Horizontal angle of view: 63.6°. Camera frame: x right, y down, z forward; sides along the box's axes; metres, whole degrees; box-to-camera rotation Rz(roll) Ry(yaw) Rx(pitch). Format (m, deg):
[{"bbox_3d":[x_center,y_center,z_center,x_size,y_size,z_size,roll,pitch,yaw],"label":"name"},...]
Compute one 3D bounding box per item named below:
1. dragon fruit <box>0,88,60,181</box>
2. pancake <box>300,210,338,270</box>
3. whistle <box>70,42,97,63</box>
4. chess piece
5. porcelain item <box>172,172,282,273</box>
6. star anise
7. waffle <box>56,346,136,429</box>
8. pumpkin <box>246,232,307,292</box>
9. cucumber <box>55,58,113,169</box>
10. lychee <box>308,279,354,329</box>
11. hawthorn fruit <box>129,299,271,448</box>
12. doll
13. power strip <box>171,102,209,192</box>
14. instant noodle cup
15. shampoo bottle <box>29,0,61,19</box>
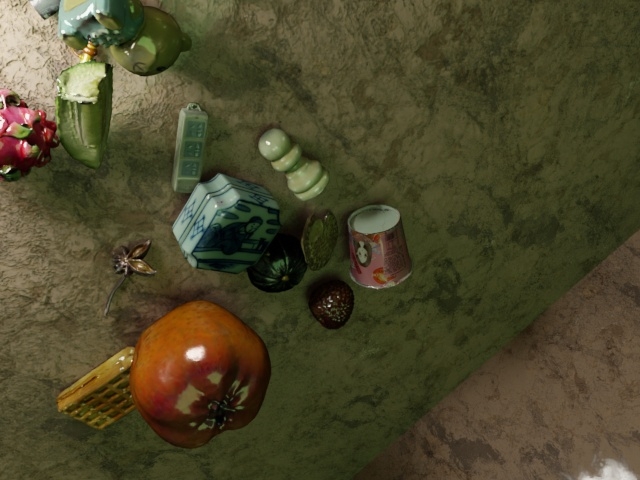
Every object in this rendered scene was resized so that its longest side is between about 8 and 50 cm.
[{"bbox_3d":[-0.764,-0.253,1.192,0.273,0.198,0.218,32,118,-16],"label":"dragon fruit"},{"bbox_3d":[0.000,0.000,1.790,0.235,0.029,0.211,2,95,-60],"label":"pancake"},{"bbox_3d":[-0.564,-0.455,1.241,0.046,0.057,0.109,-37,149,-70],"label":"whistle"},{"bbox_3d":[-0.093,-0.245,1.594,0.133,0.133,0.243,-42,125,6],"label":"chess piece"},{"bbox_3d":[-0.279,-0.041,1.582,0.282,0.157,0.285,15,117,-51],"label":"porcelain item"},{"bbox_3d":[-0.596,0.128,1.622,0.218,0.148,0.227,-48,172,-33],"label":"star anise"},{"bbox_3d":[-0.737,0.534,1.848,0.328,0.098,0.224,-34,131,-2],"label":"waffle"},{"bbox_3d":[-0.146,0.079,1.773,0.221,0.161,0.220,-15,135,-16],"label":"pumpkin"},{"bbox_3d":[-0.568,-0.296,1.246,0.105,0.145,0.325,14,153,-14],"label":"cucumber"},{"bbox_3d":[0.049,0.240,1.998,0.188,0.188,0.188,-14,129,-18],"label":"lychee"},{"bbox_3d":[-0.406,0.432,1.719,0.472,0.471,0.471,-14,129,-18],"label":"hawthorn fruit"},{"bbox_3d":[-0.436,-0.477,1.173,0.177,0.161,0.261,-15,162,26],"label":"doll"},{"bbox_3d":[-0.372,-0.254,1.474,0.078,0.052,0.272,-1,124,-29],"label":"power strip"},{"bbox_3d":[0.206,0.016,1.872,0.243,0.243,0.231,-22,125,-12],"label":"instant noodle cup"},{"bbox_3d":[-0.541,-0.566,1.145,0.208,0.057,0.063,-33,132,-1],"label":"shampoo bottle"}]
